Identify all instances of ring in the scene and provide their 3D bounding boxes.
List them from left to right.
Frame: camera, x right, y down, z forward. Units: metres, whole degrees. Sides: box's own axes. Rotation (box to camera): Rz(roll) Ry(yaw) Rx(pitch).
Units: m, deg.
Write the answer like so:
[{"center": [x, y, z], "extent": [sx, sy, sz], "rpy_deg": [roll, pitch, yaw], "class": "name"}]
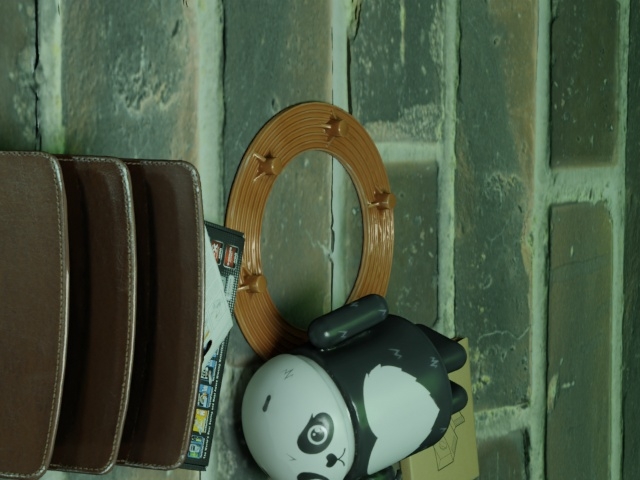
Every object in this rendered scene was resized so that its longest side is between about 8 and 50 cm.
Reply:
[{"center": [0.000, 0.000, 2.217], "extent": [0.336, 0.032, 0.336], "rpy_deg": [-5, 96, -54], "class": "ring"}]

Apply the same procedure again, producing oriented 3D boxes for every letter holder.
[{"center": [-0.232, 0.069, 1.726], "extent": [0.152, 0.214, 0.302], "rpy_deg": [0, 93, -71], "class": "letter holder"}]

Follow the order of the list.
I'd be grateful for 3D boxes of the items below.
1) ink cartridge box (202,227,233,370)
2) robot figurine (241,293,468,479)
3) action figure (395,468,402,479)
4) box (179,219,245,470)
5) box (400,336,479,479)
[{"center": [-0.156, 0.076, 1.920], "extent": [0.145, 0.045, 0.179], "rpy_deg": [-58, 153, -34], "class": "ink cartridge box"}, {"center": [0.043, 0.188, 2.133], "extent": [0.278, 0.173, 0.209], "rpy_deg": [-19, 80, -32], "class": "robot figurine"}, {"center": [0.059, 0.383, 2.237], "extent": [0.164, 0.141, 0.276], "rpy_deg": [46, 58, -31], "class": "action figure"}, {"center": [-0.186, 0.100, 1.948], "extent": [0.216, 0.060, 0.270], "rpy_deg": [20, 76, -53], "class": "box"}, {"center": [0.155, 0.247, 2.453], "extent": [0.164, 0.021, 0.201], "rpy_deg": [-22, 111, -51], "class": "box"}]
